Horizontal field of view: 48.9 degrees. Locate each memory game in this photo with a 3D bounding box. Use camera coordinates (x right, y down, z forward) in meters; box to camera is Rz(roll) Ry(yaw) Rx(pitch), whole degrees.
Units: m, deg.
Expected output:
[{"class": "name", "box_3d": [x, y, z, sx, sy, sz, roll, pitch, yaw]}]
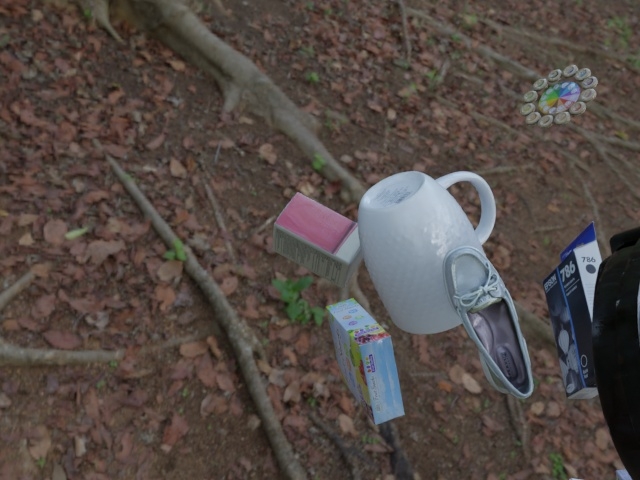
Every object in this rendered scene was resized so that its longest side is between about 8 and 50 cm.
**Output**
[{"class": "memory game", "box_3d": [0.553, -0.335, 1.644, 0.012, 0.186, 0.186, 43, 25, -38]}]

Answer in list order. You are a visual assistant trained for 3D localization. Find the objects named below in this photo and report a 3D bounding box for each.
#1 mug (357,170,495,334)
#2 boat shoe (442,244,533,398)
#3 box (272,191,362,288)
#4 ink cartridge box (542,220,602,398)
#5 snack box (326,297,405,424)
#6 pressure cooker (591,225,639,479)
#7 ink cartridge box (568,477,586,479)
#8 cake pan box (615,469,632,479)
[{"class": "mug", "box_3d": [0.273, -0.013, 1.704, 0.374, 0.328, 0.276, -35, 27, -14]}, {"class": "boat shoe", "box_3d": [0.340, 0.159, 1.406, 0.118, 0.103, 0.320, -20, 90, -4]}, {"class": "box", "box_3d": [0.000, 0.000, 1.906, 0.232, 0.148, 0.127, 28, 61, 11]}, {"class": "ink cartridge box", "box_3d": [0.530, 0.141, 1.441, 0.065, 0.165, 0.332, 2, 61, -7]}, {"class": "snack box", "box_3d": [0.084, 0.232, 1.383, 0.070, 0.174, 0.207, -16, 18, -12]}, {"class": "pressure cooker", "box_3d": [0.501, 0.138, 0.754, 0.375, 0.420, 0.369, 42, 55, -23]}, {"class": "ink cartridge box", "box_3d": [0.596, 0.597, 1.588, 0.151, 0.109, 0.063, 17, 34, -25]}, {"class": "cake pan box", "box_3d": [0.873, 0.613, 1.657, 0.267, 0.070, 0.246, -9, 17, -1]}]
